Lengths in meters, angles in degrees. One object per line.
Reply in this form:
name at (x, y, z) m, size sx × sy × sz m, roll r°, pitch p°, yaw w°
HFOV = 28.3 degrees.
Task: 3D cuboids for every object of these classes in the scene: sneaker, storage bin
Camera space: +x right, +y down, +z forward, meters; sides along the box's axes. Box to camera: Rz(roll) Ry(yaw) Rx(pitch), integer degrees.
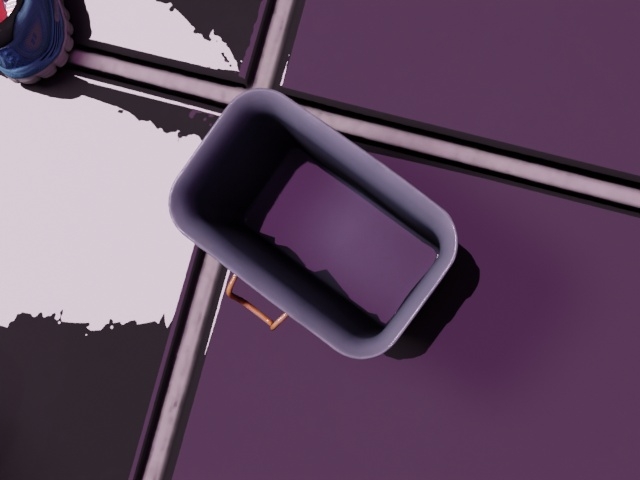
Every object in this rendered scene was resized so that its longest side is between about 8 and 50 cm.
sneaker at (-0.185, -0.171, 0.710) m, size 0.063 × 0.073 × 0.162 m, roll -22°, pitch 82°, yaw 8°
storage bin at (0.000, 0.000, 0.652) m, size 0.135 × 0.091 × 0.098 m, roll 36°, pitch 92°, yaw 12°
